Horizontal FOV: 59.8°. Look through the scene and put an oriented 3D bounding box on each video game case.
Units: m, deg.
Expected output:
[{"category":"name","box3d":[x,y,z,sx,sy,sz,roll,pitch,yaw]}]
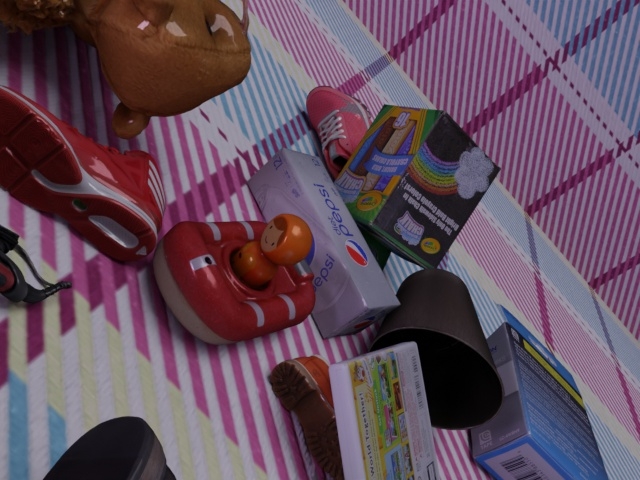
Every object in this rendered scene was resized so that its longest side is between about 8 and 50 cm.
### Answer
[{"category":"video game case","box3d":[0.084,0.242,0.647,0.206,0.026,0.226,5,75,-59]}]

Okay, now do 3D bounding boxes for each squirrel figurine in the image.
[{"category":"squirrel figurine","box3d":[-0.267,-0.296,0.648,0.397,0.281,0.370,2,52,-35]}]

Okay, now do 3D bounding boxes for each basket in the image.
[{"category":"basket","box3d":[0.179,0.150,0.872,0.205,0.154,0.227,33,26,-4]}]

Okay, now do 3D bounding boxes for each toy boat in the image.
[{"category":"toy boat","box3d":[-0.072,0.024,0.645,0.231,0.151,0.150,-5,60,-58]}]

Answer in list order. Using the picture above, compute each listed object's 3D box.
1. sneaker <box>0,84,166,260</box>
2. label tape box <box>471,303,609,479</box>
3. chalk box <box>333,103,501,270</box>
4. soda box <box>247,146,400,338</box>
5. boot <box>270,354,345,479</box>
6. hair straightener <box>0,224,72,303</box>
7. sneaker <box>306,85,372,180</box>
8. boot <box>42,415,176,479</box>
[{"category":"sneaker","box3d":[-0.258,-0.083,0.598,0.221,0.087,0.128,52,17,-25]},{"category":"label tape box","box3d":[0.386,0.313,1.021,0.249,0.115,0.347,44,26,-14]},{"category":"chalk box","box3d":[0.140,-0.071,0.995,0.180,0.288,0.179,35,-1,-31]},{"category":"soda box","box3d":[0.000,0.000,0.845,0.098,0.091,0.286,3,53,-54]},{"category":"boot","box3d":[0.013,0.204,0.659,0.157,0.059,0.085,58,23,15]},{"category":"hair straightener","box3d":[-0.287,-0.025,0.437,0.230,0.047,0.089,50,11,-46]},{"category":"sneaker","box3d":[0.053,-0.200,1.142,0.136,0.116,0.313,-7,62,-57]},{"category":"boot","box3d":[-0.112,0.261,0.320,0.263,0.091,0.228,-58,134,-48]}]
